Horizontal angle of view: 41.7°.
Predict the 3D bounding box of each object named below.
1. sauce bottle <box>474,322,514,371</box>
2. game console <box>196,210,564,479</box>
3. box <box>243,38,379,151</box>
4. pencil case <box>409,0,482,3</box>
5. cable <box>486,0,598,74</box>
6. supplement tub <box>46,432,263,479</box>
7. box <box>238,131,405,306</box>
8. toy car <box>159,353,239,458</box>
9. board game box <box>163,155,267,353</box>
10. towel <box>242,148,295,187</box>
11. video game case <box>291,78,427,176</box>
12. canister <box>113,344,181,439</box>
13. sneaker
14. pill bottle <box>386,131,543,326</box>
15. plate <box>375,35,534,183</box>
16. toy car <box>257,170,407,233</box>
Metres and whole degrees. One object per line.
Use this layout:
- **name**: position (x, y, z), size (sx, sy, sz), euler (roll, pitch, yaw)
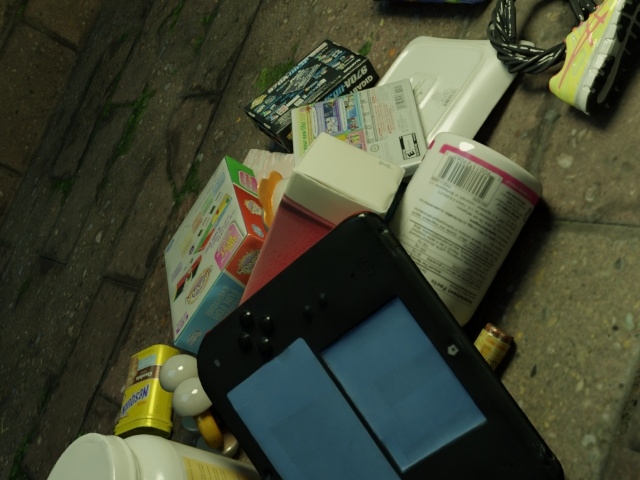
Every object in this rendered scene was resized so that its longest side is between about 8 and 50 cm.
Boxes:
- **sauce bottle**: position (0.196, 0.167, 1.058), size (0.128, 0.042, 0.042), euler (-62, 34, 5)
- **game console**: position (0.047, 0.207, 1.015), size (0.342, 0.060, 0.386), euler (-40, 81, 30)
- **box**: position (-0.021, -0.275, 1.566), size (0.220, 0.051, 0.175), euler (-41, 35, -5)
- **pencil case**: position (0.177, -0.477, 1.446), size (0.306, 0.119, 0.133), euler (27, 112, 55)
- **cable**: position (0.313, -0.313, 1.205), size (0.150, 0.047, 0.184), euler (-36, 51, 17)
- **supplement tub**: position (-0.194, 0.404, 1.143), size (0.241, 0.331, 0.241), euler (-31, 45, 37)
- **box**: position (0.000, 0.000, 1.109), size (0.148, 0.127, 0.232), euler (-60, -5, -60)
- **toy car**: position (-0.177, 0.264, 1.405), size (0.136, 0.159, 0.182), euler (-29, 32, -13)
- **board game box**: position (-0.187, 0.019, 1.501), size (0.242, 0.064, 0.316), euler (-54, 27, 18)
- **towel**: position (-0.127, -0.016, 1.556), size (0.317, 0.053, 0.332), euler (-64, 25, -2)
- **video game case**: position (0.054, -0.152, 1.247), size (0.193, 0.023, 0.212), euler (-14, 43, 8)
- **canister**: position (-0.331, 0.298, 1.622), size (0.126, 0.073, 0.170), euler (-28, 45, 39)
- **sneaker**: position (0.363, -0.269, 1.092), size (0.094, 0.081, 0.208), euler (30, 92, 49)
- **pill bottle**: position (0.156, 0.015, 1.106), size (0.283, 0.160, 0.160), euler (-60, 34, 3)
- **plate**: position (0.159, -0.221, 1.319), size (0.277, 0.045, 0.278), euler (-54, 34, -9)
- **toy car**: position (-0.013, -0.009, 1.272), size (0.219, 0.238, 0.210), euler (-25, 49, 42)
